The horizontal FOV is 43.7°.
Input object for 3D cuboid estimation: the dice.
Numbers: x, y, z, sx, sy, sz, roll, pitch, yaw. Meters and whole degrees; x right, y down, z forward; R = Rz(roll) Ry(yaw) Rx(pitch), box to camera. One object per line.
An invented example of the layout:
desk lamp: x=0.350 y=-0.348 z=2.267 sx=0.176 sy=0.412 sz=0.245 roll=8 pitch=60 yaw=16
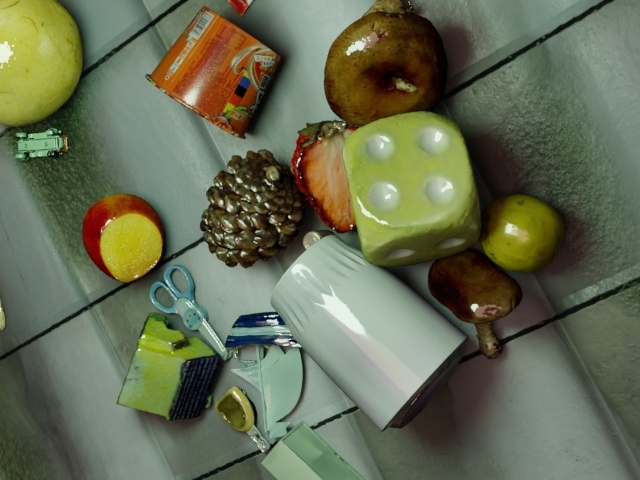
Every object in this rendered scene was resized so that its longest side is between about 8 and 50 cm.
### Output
dice: x=0.173 y=-0.094 z=1.529 sx=0.233 sy=0.227 sz=0.238 roll=-12 pitch=71 yaw=3

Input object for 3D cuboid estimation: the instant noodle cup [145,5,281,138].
instant noodle cup: x=-0.215 y=-0.360 z=1.690 sx=0.250 sy=0.250 sz=0.192 roll=35 pitch=99 yaw=14

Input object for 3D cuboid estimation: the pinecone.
pinecone: x=-0.144 y=-0.058 z=1.694 sx=0.224 sy=0.224 sz=0.272 roll=45 pitch=130 yaw=11

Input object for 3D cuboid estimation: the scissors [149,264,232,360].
scissors: x=-0.297 y=0.180 z=1.877 sx=0.125 sy=0.030 sz=0.256 roll=-45 pitch=79 yaw=22

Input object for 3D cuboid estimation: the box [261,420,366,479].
box: x=-0.005 y=0.518 z=1.745 sx=0.225 sy=0.129 sz=0.086 roll=42 pitch=108 yaw=13

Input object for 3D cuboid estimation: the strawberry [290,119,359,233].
strawberry: x=0.016 y=-0.136 z=1.684 sx=0.111 sy=0.190 sz=0.237 roll=17 pitch=118 yaw=59

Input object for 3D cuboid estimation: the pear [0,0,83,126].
pear: x=-0.720 y=-0.428 z=1.823 sx=0.348 sy=0.348 sz=0.348 roll=2 pitch=96 yaw=21

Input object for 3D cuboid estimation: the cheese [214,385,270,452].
cheese: x=-0.173 y=0.421 z=1.850 sx=0.086 sy=0.036 sz=0.162 roll=-44 pitch=79 yaw=20

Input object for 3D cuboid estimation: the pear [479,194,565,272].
pear: x=0.384 y=-0.013 z=1.537 sx=0.162 sy=0.149 sz=0.149 roll=17 pitch=101 yaw=14

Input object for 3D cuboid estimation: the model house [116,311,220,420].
model house: x=-0.337 y=0.295 z=1.858 sx=0.211 sy=0.170 sz=0.194 roll=19 pitch=110 yaw=-8

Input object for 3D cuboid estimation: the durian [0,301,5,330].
durian: x=-0.869 y=0.180 z=2.100 sx=0.066 sy=0.052 sz=0.130 roll=-17 pitch=92 yaw=-17

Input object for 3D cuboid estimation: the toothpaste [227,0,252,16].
toothpaste: x=-0.129 y=-0.575 z=1.742 sx=0.190 sy=0.031 sz=0.048 roll=-44 pitch=83 yaw=22

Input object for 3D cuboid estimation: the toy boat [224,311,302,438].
toy boat: x=-0.131 y=0.291 z=1.806 sx=0.210 sy=0.070 sz=0.292 roll=21 pitch=105 yaw=20

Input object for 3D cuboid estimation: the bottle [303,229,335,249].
bottle: x=0.000 y=0.000 z=1.710 sx=0.045 sy=0.096 sz=0.045 roll=2 pitch=95 yaw=21

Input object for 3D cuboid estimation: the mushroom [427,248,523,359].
mushroom: x=0.312 y=0.141 z=1.600 sx=0.148 sy=0.227 sz=0.218 roll=-22 pitch=125 yaw=-5

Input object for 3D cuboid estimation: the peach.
peach: x=-0.453 y=-0.005 z=1.836 sx=0.190 sy=0.190 sz=0.192 roll=-37 pitch=63 yaw=20

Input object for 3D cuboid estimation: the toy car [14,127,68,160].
toy car: x=-0.694 y=-0.236 z=1.977 sx=0.143 sy=0.054 sz=0.073 roll=-3 pitch=93 yaw=25

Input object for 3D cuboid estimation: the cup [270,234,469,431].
cup: x=0.095 y=0.179 z=1.610 sx=0.371 sy=0.253 sz=0.253 roll=43 pitch=108 yaw=14

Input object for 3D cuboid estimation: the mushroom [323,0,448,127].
mushroom: x=0.122 y=-0.337 z=1.574 sx=0.267 sy=0.254 sz=0.267 roll=-4 pitch=114 yaw=-9
